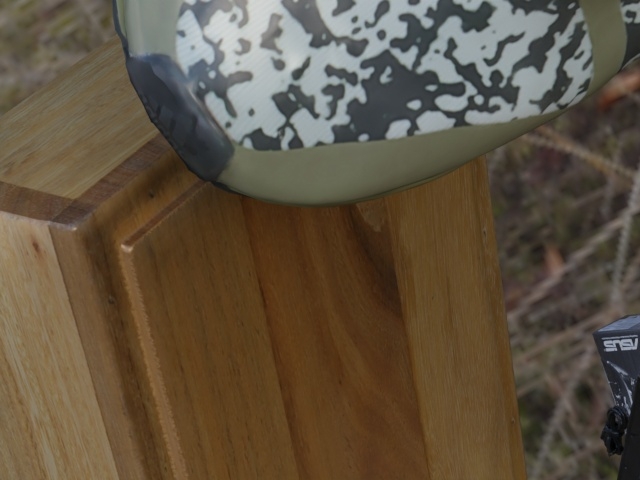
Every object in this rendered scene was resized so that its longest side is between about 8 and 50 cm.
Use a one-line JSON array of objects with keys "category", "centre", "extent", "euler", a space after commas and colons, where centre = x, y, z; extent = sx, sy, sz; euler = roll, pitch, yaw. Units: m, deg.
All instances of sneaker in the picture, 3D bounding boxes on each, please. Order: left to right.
[{"category": "sneaker", "centre": [0.128, -0.147, 0.428], "extent": [0.410, 0.158, 0.182], "euler": [-36, 13, -2]}]

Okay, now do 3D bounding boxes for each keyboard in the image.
[{"category": "keyboard", "centre": [0.249, 0.165, 1.424], "extent": [0.023, 0.180, 0.108], "euler": [-29, 54, -24]}]

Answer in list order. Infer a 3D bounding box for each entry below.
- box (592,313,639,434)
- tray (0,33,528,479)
[{"category": "box", "centre": [0.383, 0.157, 1.853], "extent": [0.056, 0.183, 0.231], "euler": [-22, 7, -33]}, {"category": "tray", "centre": [-0.002, 0.110, 0.700], "extent": [0.076, 0.411, 0.203], "euler": [12, 39, 34]}]
